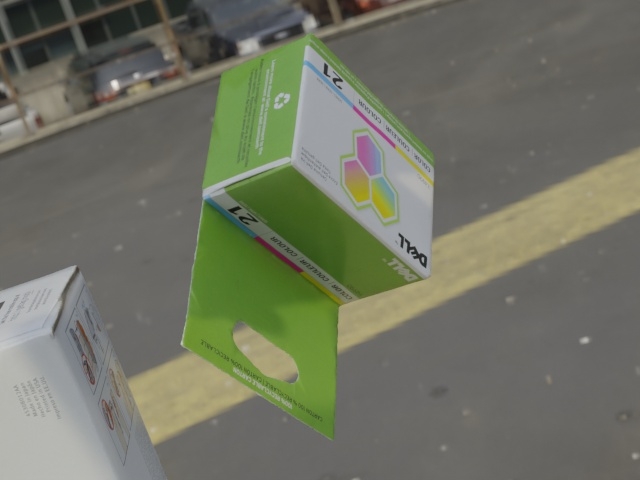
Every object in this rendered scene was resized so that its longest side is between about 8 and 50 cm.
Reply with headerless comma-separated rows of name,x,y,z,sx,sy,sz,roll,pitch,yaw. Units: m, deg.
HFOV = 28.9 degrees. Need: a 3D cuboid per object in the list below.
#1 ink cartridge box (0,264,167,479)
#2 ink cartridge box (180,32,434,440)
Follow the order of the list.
ink cartridge box,-0.221,0.211,0.740,0.272,0.309,0.130,-18,16,1
ink cartridge box,0.000,0.000,0.974,0.097,0.189,0.255,-20,49,31
